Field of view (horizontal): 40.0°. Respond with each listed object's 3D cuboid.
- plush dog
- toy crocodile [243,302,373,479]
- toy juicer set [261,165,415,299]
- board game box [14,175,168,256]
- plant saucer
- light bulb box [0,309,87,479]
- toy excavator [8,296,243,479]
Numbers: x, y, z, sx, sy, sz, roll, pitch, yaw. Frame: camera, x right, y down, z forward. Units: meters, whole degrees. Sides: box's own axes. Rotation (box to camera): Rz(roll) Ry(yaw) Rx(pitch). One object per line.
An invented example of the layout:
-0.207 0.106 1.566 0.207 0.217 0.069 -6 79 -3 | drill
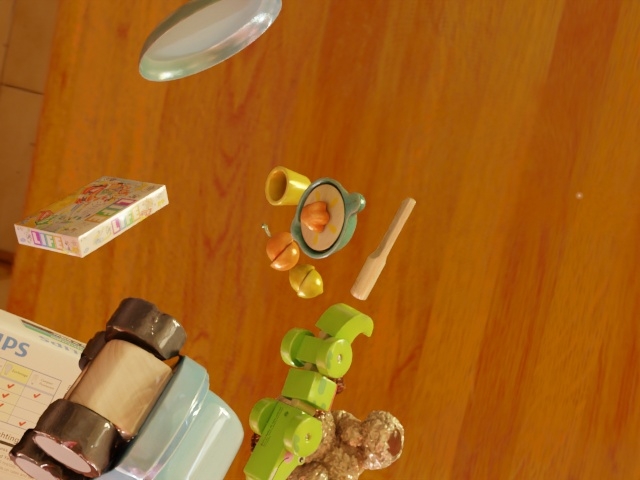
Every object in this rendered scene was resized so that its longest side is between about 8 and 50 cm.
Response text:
-0.009 0.375 1.661 0.262 0.210 0.225 -44 107 -14 | plush dog
-0.022 0.256 1.450 0.115 0.105 0.341 7 66 44 | toy crocodile
0.000 0.000 1.454 0.329 0.089 0.209 18 97 49 | toy juicer set
-0.272 -0.032 1.057 0.103 0.154 0.026 10 120 28 | board game box
-0.226 -0.419 1.752 0.317 0.317 0.044 -29 85 16 | plant saucer
-0.662 0.336 1.764 0.358 0.225 0.361 28 85 -24 | light bulb box
-0.207 0.345 1.294 0.445 0.222 0.433 37 146 -9 | toy excavator
